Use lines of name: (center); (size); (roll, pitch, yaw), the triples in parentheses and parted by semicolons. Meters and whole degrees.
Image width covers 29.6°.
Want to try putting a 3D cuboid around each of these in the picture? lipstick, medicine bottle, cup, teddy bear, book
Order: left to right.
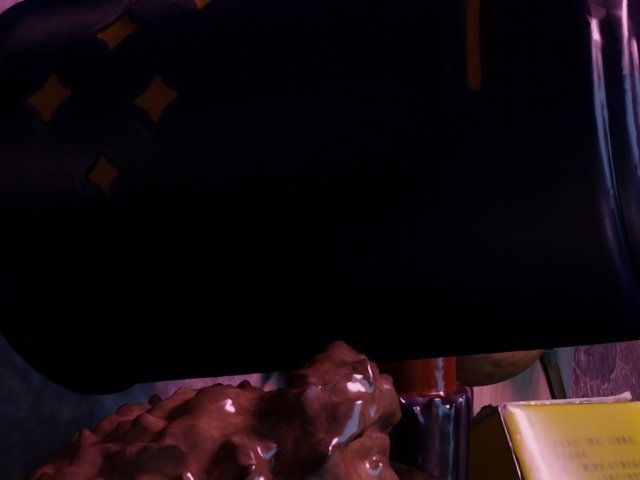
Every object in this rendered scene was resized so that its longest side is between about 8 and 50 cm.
teddy bear: (-0.006, 0.175, 0.441); (0.222, 0.246, 0.296); (-113, -179, -79)
cup: (0.013, -0.072, 0.503); (0.178, 0.256, 0.255); (40, 48, -58)
lipstick: (0.054, 0.181, 0.717); (0.081, 0.081, 0.300); (-8, 99, -67)
book: (0.251, 0.094, 1.304); (0.103, 0.017, 0.135); (-69, 145, -51)
medicine bottle: (0.160, 0.235, 0.764); (0.141, 0.137, 0.250); (3, 56, -32)

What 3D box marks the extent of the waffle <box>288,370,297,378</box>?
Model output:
waffle: (0.000, 0.000, 0.715); (0.161, 0.046, 0.192); (-67, 145, -47)

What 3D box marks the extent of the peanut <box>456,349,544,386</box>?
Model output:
peanut: (0.120, 0.030, 0.898); (0.253, 0.122, 0.137); (-43, 121, -56)
